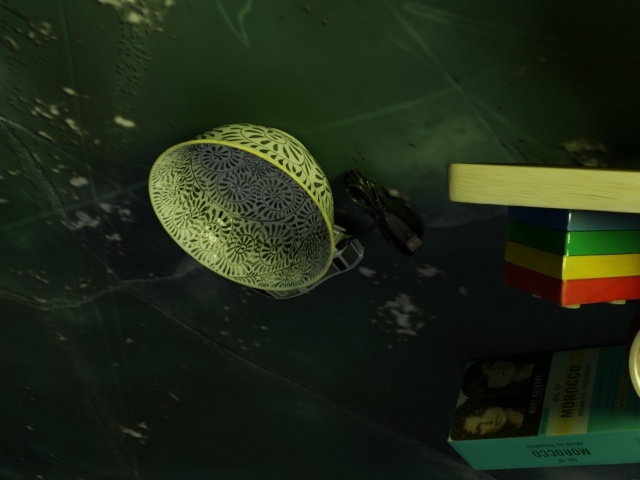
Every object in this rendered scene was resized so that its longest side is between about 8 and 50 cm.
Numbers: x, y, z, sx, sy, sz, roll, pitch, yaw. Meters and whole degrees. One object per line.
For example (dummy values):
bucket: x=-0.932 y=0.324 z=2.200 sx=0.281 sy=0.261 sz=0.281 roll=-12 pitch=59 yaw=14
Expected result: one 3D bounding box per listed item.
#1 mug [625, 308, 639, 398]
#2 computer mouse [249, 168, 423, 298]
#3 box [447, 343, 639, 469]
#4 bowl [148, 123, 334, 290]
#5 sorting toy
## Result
mug: x=0.300 y=0.075 z=0.910 sx=0.113 sy=0.150 sz=0.169 roll=19 pitch=-175 yaw=18
computer mouse: x=0.000 y=0.000 z=1.057 sx=0.193 sy=0.042 sz=0.106 roll=-24 pitch=133 yaw=38
box: x=0.250 y=0.161 z=1.112 sx=0.244 sy=0.100 sz=0.060 roll=-12 pitch=135 yaw=36
bowl: x=-0.053 y=-0.043 z=0.973 sx=0.170 sy=0.080 sz=0.170 roll=17 pitch=139 yaw=15
sorting toy: x=0.237 y=-0.002 z=0.765 sx=0.257 sy=0.089 sz=0.255 roll=5 pitch=-175 yaw=20
